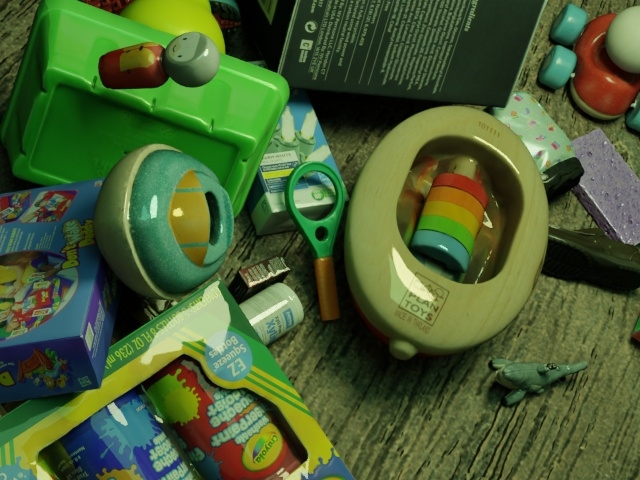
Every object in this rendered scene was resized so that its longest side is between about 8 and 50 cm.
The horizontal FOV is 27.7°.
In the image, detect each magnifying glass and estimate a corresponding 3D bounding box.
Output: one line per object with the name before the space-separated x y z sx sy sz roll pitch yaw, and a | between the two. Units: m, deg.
magnifying glass | 0.000 0.000 1.877 0.092 0.026 0.231 -9 92 -27

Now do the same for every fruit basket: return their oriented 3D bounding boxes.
fruit basket | -0.242 -0.205 1.836 0.392 0.283 0.392 20 25 -10

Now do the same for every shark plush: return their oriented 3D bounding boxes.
shark plush | 0.328 0.204 1.931 0.161 0.067 0.073 7 59 -19

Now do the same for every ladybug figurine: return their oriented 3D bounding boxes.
ladybug figurine | 0.173 -0.001 1.926 0.305 0.162 0.449 31 54 -4

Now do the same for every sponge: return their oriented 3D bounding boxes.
sponge | 0.486 -0.084 2.185 0.117 0.031 0.210 -26 75 -32

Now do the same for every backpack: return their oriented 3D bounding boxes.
backpack | 0.329 -0.148 2.106 0.152 0.115 0.182 -26 71 -29

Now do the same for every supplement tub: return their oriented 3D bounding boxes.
supplement tub | -0.084 0.112 1.811 0.107 0.071 0.071 -31 77 -32

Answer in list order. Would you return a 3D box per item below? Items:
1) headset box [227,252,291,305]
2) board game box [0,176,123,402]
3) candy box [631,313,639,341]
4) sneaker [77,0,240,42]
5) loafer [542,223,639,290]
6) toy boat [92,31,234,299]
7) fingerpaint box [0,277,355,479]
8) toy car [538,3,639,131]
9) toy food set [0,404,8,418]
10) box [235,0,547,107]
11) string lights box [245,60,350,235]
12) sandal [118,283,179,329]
headset box | -0.091 0.057 1.844 0.083 0.062 0.032 -24 72 -33
board game box | -0.364 0.056 1.573 0.233 0.078 0.347 -8 33 6
candy box | 0.683 0.093 2.104 0.268 0.122 0.317 35 54 -6
sneaker | -0.257 -0.376 2.023 0.262 0.104 0.125 12 36 -16
loafer | 0.420 0.017 2.079 0.220 0.080 0.078 19 46 -18
toy boat | -0.179 -0.088 1.572 0.148 0.267 0.318 -5 95 16
fingerpaint box | -0.207 0.318 1.547 0.445 0.163 0.371 -33 89 -34
toy car | 0.534 -0.342 2.226 0.219 0.238 0.210 26 55 -7
toy food set | -0.514 0.187 1.575 0.219 0.092 0.306 -33 78 -34
box | 0.099 -0.381 2.025 0.395 0.212 0.293 3 35 -21
string lights box | -0.068 -0.144 1.960 0.133 0.077 0.260 -10 66 -28
sandal | -0.248 0.068 1.781 0.090 0.060 0.219 -38 95 -28
